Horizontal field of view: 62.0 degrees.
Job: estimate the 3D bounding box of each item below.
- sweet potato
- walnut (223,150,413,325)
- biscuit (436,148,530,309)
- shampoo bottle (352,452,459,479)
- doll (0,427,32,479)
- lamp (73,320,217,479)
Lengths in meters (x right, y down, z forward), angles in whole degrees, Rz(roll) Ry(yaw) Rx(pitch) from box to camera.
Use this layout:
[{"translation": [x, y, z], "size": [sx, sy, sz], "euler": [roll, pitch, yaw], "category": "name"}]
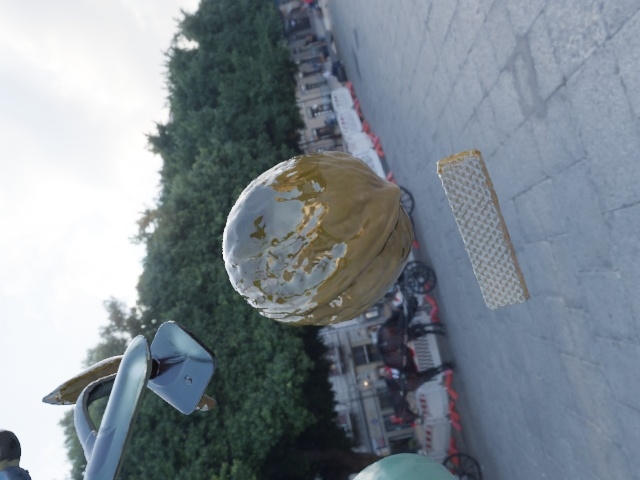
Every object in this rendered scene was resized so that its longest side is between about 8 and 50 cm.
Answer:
[{"translation": [-0.380, 0.293, 1.111], "size": [0.079, 0.346, 0.108], "euler": [-12, 68, 61], "category": "sweet potato"}, {"translation": [0.000, 0.000, 0.929], "size": [0.333, 0.333, 0.332], "euler": [-13, -90, -87], "category": "walnut"}, {"translation": [0.342, -0.010, 1.109], "size": [0.378, 0.094, 0.054], "euler": [65, -152, -21], "category": "biscuit"}, {"translation": [0.142, 0.311, 0.409], "size": [0.350, 0.221, 0.151], "euler": [30, 175, 47], "category": "shampoo bottle"}, {"translation": [-0.586, 0.431, 0.988], "size": [0.179, 0.089, 0.102], "euler": [65, -168, 17], "category": "doll"}, {"translation": [-0.221, 0.169, 0.680], "size": [0.203, 0.125, 0.283], "euler": [-62, -5, 12], "category": "lamp"}]
